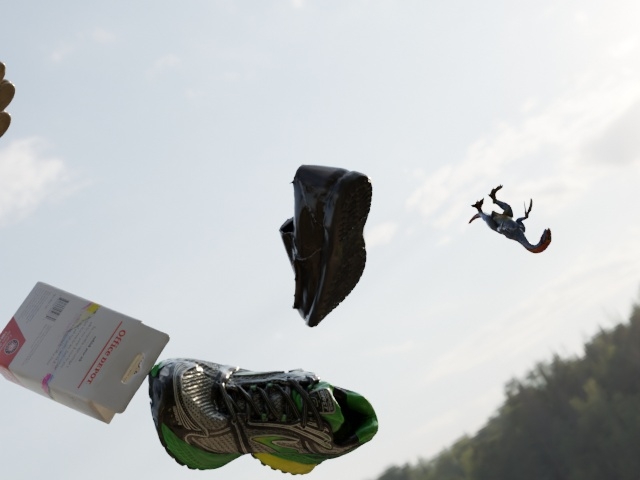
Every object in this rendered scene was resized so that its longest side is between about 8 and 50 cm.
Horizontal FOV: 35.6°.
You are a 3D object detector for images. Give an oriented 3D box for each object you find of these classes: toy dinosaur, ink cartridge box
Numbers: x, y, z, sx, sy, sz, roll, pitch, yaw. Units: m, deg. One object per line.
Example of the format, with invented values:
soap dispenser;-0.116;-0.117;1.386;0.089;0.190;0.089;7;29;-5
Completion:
toy dinosaur;0.189;-0.015;0.971;0.047;0.082;0.090;-33;-18;-10
ink cartridge box;-0.275;0.137;1.172;0.115;0.198;0.067;-60;-25;-26

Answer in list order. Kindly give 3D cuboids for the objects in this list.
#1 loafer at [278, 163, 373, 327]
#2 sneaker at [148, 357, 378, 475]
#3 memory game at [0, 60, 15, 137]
loafer;0.000;0.000;1.014;0.080;0.078;0.220;-40;-26;-38
sneaker;-0.065;0.196;1.198;0.146;0.134;0.343;-29;-29;32
memory game;-0.350;-0.093;0.909;0.186;0.012;0.186;-50;-11;-14
